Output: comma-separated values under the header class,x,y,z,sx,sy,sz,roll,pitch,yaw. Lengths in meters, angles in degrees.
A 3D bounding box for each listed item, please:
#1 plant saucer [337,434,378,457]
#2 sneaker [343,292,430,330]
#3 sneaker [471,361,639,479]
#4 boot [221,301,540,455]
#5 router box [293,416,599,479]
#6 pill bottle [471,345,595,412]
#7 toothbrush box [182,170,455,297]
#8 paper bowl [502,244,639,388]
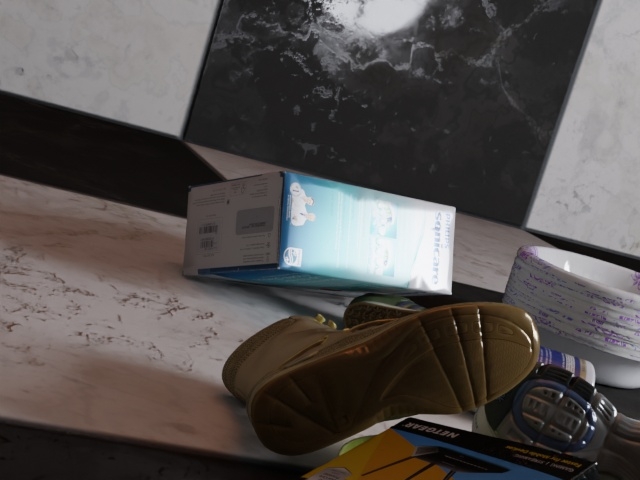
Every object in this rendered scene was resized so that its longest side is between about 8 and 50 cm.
class,x,y,z,sx,sy,sz,roll,pitch,yaw
plant saucer,0.124,0.225,0.968,0.241,0.037,0.241,17,9,-3
sneaker,0.128,0.107,1.560,0.192,0.064,0.086,15,14,4
sneaker,0.274,0.210,1.106,0.297,0.111,0.129,31,-23,0
boot,0.046,0.107,1.089,0.262,0.095,0.203,-19,9,-12
router box,0.080,0.178,0.816,0.133,0.046,0.179,-23,17,-37
pill bottle,0.212,0.156,1.344,0.169,0.094,0.094,18,9,1
toothbrush box,0.000,0.000,1.582,0.295,0.126,0.216,9,-9,-39
paper bowl,0.404,0.117,1.750,0.284,0.148,0.284,17,10,-3
